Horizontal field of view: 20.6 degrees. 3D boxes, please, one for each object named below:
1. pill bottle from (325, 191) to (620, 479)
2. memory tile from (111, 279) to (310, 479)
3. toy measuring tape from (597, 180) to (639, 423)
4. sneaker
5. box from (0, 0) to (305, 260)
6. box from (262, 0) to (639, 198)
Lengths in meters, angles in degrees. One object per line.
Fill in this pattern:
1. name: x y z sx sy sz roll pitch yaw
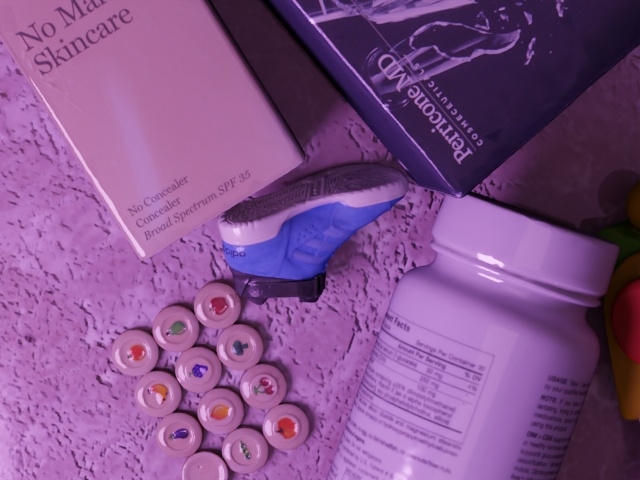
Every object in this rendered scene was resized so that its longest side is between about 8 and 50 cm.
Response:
1. pill bottle: 0.111 0.114 1.304 0.160 0.160 0.283 19 95 -5
2. memory tile: -0.085 0.116 1.368 0.113 0.012 0.148 -29 97 0
3. toy measuring tape: 0.287 0.113 1.331 0.121 0.121 0.330 -11 96 -2
4. sneaker: 0.000 0.000 1.341 0.152 0.058 0.084 -20 119 -20
5. box: -0.151 -0.156 1.283 0.148 0.121 0.311 -33 97 1
6. box: 0.094 -0.257 1.251 0.312 0.179 0.343 -41 96 0
